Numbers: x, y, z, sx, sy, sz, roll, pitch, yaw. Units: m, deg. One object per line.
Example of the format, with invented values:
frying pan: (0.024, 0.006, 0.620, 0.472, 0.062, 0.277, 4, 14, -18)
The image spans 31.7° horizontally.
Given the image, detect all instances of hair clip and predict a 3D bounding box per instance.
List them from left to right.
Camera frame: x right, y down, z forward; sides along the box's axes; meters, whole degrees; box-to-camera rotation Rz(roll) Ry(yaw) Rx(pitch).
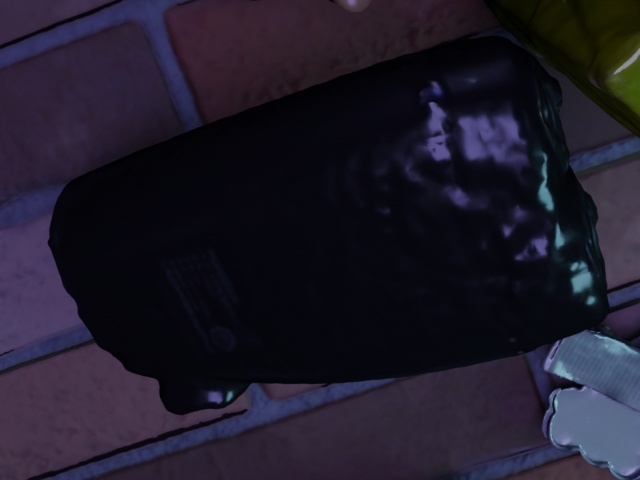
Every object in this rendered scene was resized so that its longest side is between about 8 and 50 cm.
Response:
hair clip: (0.249, 0.115, 0.787, 0.220, 0.054, 0.140, 27, 100, -9)

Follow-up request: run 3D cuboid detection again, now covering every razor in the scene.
razor: (-0.003, 0.002, 0.676, 0.327, 0.107, 0.189, -14, 115, 28)

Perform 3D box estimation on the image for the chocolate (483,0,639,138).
chocolate: (0.247, -0.176, 0.589, 0.301, 0.289, 0.137, -41, 111, 11)

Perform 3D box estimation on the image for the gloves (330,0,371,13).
gloves: (-0.029, -0.188, 0.639, 0.106, 0.180, 0.129, -10, 104, 4)
